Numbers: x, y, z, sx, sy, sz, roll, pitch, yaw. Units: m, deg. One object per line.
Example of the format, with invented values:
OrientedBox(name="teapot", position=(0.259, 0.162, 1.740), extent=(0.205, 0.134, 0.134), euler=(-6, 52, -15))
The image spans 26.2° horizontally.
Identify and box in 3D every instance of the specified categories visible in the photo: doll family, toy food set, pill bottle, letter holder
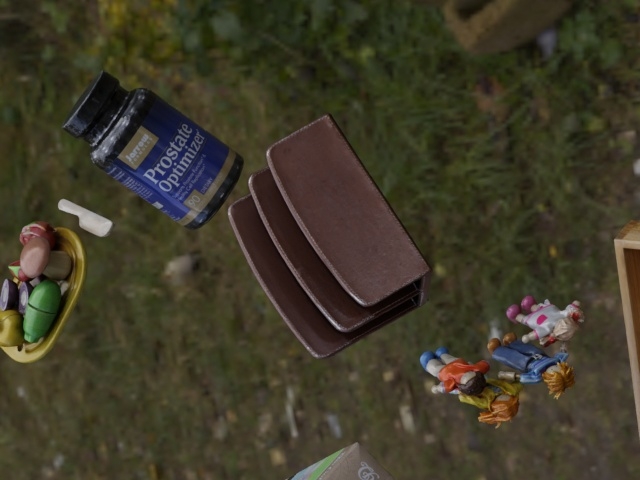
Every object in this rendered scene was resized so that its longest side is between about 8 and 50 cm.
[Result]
OrientedBox(name="doll family", position=(0.289, 0.192, 2.030), extent=(0.163, 0.263, 0.118), euler=(30, 146, 63))
OrientedBox(name="toy food set", position=(-0.356, 0.044, 1.695), extent=(0.128, 0.071, 0.217), euler=(33, 98, 42))
OrientedBox(name="pill bottle", position=(-0.219, -0.120, 1.785), extent=(0.123, 0.219, 0.123), euler=(-49, 17, 21))
OrientedBox(name="letter holder", position=(0.000, 0.000, 2.103), extent=(0.301, 0.214, 0.152), euler=(58, 170, 19))

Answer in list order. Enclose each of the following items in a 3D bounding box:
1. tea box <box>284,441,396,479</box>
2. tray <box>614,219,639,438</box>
OrientedBox(name="tea box", position=(0.038, 0.459, 1.670), extent=(0.329, 0.220, 0.323), euler=(45, 151, 0))
OrientedBox(name="tray", position=(0.563, 0.172, 2.023), extent=(0.203, 0.076, 0.410), euler=(6, 120, 35))
